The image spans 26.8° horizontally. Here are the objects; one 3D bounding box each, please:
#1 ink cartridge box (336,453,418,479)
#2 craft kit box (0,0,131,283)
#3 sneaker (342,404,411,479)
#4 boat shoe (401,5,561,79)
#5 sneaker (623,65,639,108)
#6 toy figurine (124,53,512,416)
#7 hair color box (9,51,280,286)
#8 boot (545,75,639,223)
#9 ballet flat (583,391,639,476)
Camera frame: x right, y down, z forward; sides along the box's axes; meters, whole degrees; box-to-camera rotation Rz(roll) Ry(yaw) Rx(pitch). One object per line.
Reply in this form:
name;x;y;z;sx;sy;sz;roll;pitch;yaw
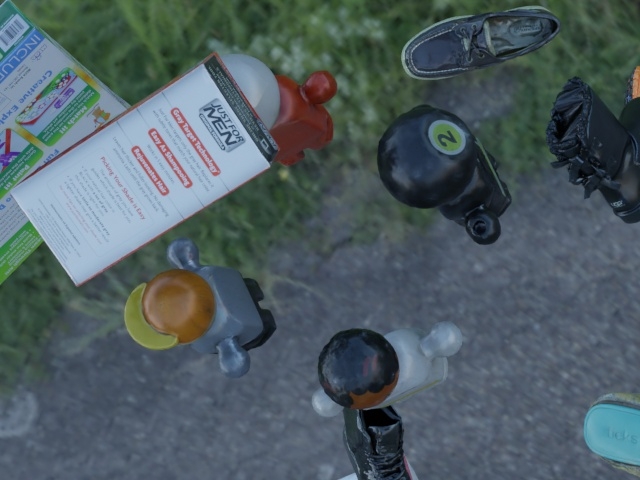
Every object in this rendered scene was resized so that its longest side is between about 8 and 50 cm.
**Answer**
ink cartridge box;0.013;0.441;1.731;0.306;0.131;0.226;-25;36;7
craft kit box;-0.312;-0.079;1.300;0.250;0.246;0.061;-45;62;0
sneaker;0.059;0.209;1.336;0.051;0.089;0.170;-16;59;-20
boat shoe;0.150;-0.188;1.249;0.152;0.049;0.056;-19;95;-4
sneaker;0.442;-0.127;1.748;0.087;0.083;0.221;5;70;6
toy figurine;0.000;0.000;0.848;0.213;0.148;0.210;20;92;21
hair color box;-0.102;-0.041;0.782;0.141;0.072;0.043;-30;12;16
boot;0.207;-0.081;0.968;0.045;0.099;0.121;-19;43;42
ballet flat;0.465;0.249;1.563;0.348;0.123;0.123;14;77;53
